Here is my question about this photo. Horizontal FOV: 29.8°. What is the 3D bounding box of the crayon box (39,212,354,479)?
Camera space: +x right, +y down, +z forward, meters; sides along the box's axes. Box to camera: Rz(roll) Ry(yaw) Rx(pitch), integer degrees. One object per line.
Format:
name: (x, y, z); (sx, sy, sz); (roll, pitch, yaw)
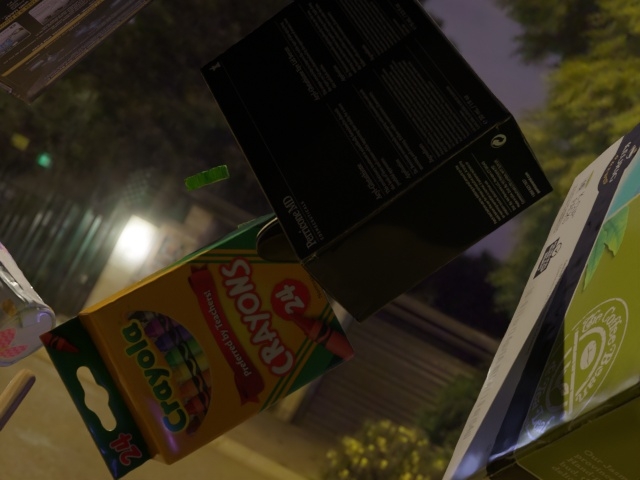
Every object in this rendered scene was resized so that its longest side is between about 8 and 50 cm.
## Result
crayon box: (-0.141, 0.124, 1.421); (0.202, 0.319, 0.081); (63, -22, -6)

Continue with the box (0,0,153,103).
box: (-0.181, -0.301, 1.075); (0.097, 0.395, 0.318); (51, 1, 6)

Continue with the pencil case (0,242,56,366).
pencil case: (-0.481, 0.048, 1.696); (0.113, 0.124, 0.273); (0, 44, -53)

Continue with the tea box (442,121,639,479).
tea box: (0.286, 0.055, 0.784); (0.220, 0.329, 0.323); (34, -35, -6)

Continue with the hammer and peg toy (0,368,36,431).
hammer and peg toy: (-0.469, 0.168, 1.193); (0.361, 0.127, 0.266); (32, 27, 9)

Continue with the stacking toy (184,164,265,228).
stacking toy: (-0.046, -0.031, 1.527); (0.221, 0.166, 0.052); (-17, 0, 13)

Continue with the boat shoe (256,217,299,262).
boat shoe: (-0.001, -0.001, 1.096); (0.133, 0.042, 0.049); (-9, -57, 20)

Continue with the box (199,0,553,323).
box: (0.035, -0.092, 0.960); (0.103, 0.184, 0.261); (51, 8, -46)
